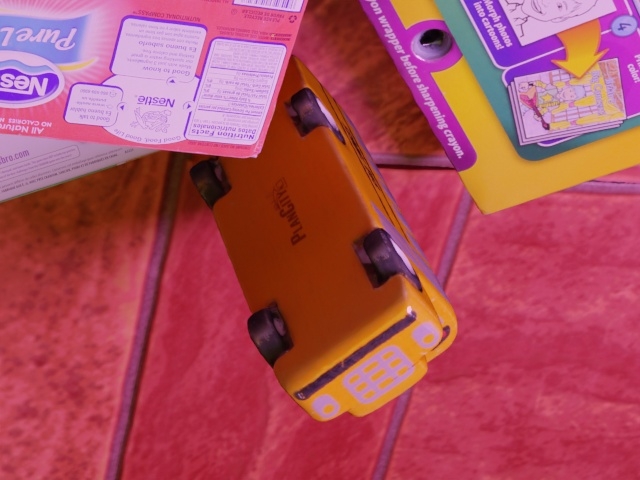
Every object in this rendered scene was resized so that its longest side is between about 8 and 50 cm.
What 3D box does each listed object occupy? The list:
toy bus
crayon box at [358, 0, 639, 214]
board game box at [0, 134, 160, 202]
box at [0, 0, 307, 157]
[{"bbox_3d":[0.000,0.000,1.212,0.108,0.332,0.130,-35,128,8],"label":"toy bus"},{"bbox_3d":[0.188,-0.213,1.217,0.313,0.106,0.363,-19,132,17],"label":"crayon box"},{"bbox_3d":[-0.237,-0.172,1.173,0.242,0.064,0.316,-18,129,-6],"label":"board game box"},{"bbox_3d":[-0.172,-0.159,1.069,0.300,0.142,0.154,4,124,-22],"label":"box"}]
